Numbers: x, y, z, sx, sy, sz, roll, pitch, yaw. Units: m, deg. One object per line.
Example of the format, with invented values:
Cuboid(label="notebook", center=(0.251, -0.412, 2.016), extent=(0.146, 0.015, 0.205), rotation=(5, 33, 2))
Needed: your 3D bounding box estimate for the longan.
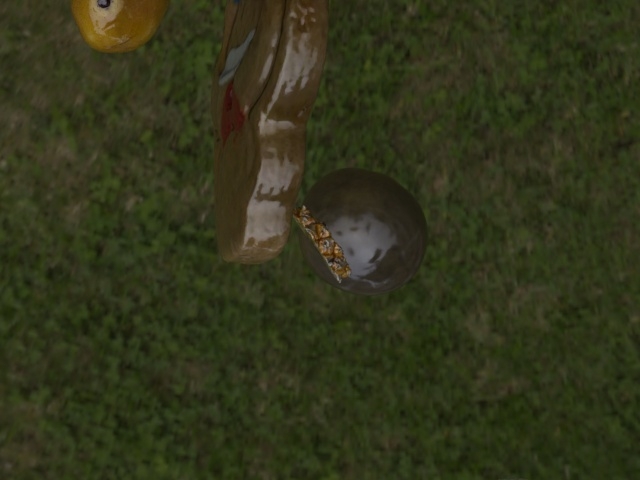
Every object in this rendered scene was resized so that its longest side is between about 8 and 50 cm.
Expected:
Cuboid(label="longan", center=(0.052, -0.013, 1.693), extent=(0.167, 0.187, 0.167), rotation=(-4, 117, -7))

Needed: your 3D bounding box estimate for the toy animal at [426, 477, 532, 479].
Cuboid(label="toy animal", center=(0.148, 0.356, 1.272), extent=(0.251, 0.251, 0.310), rotation=(32, 162, -17))

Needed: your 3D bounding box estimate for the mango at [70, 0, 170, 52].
Cuboid(label="mango", center=(-0.229, -0.313, 1.591), extent=(0.109, 0.227, 0.147), rotation=(14, 134, 3))

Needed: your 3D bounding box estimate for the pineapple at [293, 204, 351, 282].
Cuboid(label="pineapple", center=(0.000, 0.000, 1.203), extent=(0.019, 0.045, 0.083), rotation=(-34, 84, -10))

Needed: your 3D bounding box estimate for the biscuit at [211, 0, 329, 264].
Cuboid(label="biscuit", center=(-0.034, -0.144, 0.900), extent=(0.047, 0.183, 0.320), rotation=(8, 105, -20))
